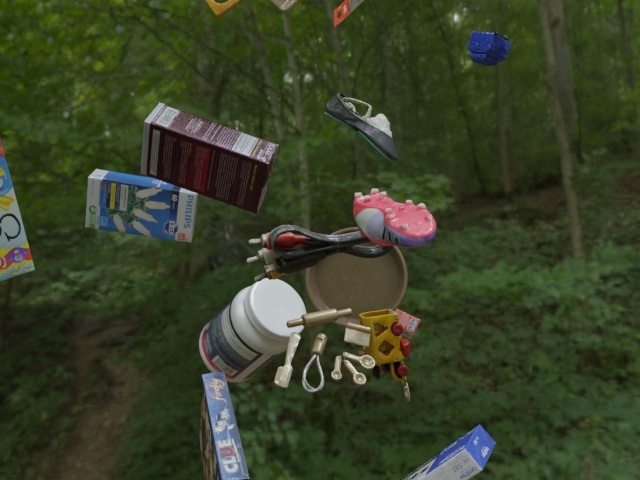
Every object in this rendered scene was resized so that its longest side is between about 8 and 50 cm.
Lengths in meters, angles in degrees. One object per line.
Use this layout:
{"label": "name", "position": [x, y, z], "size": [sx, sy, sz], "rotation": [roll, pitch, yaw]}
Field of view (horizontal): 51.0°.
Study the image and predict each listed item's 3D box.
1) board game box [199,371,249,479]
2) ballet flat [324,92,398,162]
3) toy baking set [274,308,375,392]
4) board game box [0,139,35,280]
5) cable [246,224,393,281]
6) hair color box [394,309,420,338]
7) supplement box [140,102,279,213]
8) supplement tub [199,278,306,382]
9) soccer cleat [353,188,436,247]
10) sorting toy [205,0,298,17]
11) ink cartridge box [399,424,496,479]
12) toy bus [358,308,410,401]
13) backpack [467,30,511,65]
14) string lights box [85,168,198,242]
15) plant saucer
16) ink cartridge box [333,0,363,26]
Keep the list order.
{"label": "board game box", "position": [-0.164, 0.359, 1.106], "size": [0.042, 0.165, 0.243], "rotation": [-1, 28, -17]}
{"label": "ballet flat", "position": [0.094, -0.241, 1.378], "size": [0.203, 0.074, 0.074], "rotation": [40, -2, 25]}
{"label": "toy baking set", "position": [0.009, 0.239, 1.482], "size": [0.256, 0.197, 0.030], "rotation": [-5, -39, -21]}
{"label": "board game box", "position": [-0.595, -0.070, 1.107], "size": [0.144, 0.276, 0.142], "rotation": [-23, 28, -36]}
{"label": "cable", "position": [0.000, 0.000, 1.291], "size": [0.287, 0.072, 0.140], "rotation": [-16, -46, -14]}
{"label": "hair color box", "position": [0.209, 0.231, 2.009], "size": [0.167, 0.053, 0.093], "rotation": [26, -14, 10]}
{"label": "supplement box", "position": [-0.210, -0.154, 1.265], "size": [0.239, 0.073, 0.130], "rotation": [20, -46, 0]}
{"label": "supplement tub", "position": [-0.179, 0.236, 1.756], "size": [0.191, 0.191, 0.272], "rotation": [16, -42, -33]}
{"label": "soccer cleat", "position": [0.129, -0.022, 1.170], "size": [0.083, 0.095, 0.248], "rotation": [-17, 22, -19]}
{"label": "sorting toy", "position": [-0.074, -0.541, 1.218], "size": [0.196, 0.348, 0.047], "rotation": [42, -1, 6]}
{"label": "ink cartridge box", "position": [0.200, 0.403, 1.149], "size": [0.207, 0.046, 0.097], "rotation": [-45, -12, 28]}
{"label": "toy bus", "position": [0.145, 0.263, 1.605], "size": [0.104, 0.202, 0.191], "rotation": [-7, -44, -5]}
{"label": "backpack", "position": [0.532, -0.603, 2.118], "size": [0.120, 0.101, 0.098], "rotation": [1, 21, -43]}
{"label": "string lights box", "position": [-0.436, -0.086, 1.658], "size": [0.259, 0.134, 0.077], "rotation": [8, 21, -6]}
{"label": "plant saucer", "position": [0.098, 0.102, 1.831], "size": [0.277, 0.278, 0.041], "rotation": [2, -11, 9]}
{"label": "ink cartridge box", "position": [0.094, -0.744, 2.027], "size": [0.179, 0.145, 0.045], "rotation": [-35, -60, 25]}
